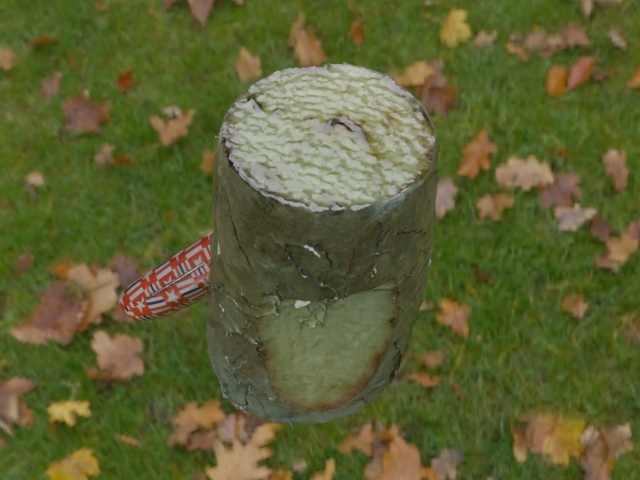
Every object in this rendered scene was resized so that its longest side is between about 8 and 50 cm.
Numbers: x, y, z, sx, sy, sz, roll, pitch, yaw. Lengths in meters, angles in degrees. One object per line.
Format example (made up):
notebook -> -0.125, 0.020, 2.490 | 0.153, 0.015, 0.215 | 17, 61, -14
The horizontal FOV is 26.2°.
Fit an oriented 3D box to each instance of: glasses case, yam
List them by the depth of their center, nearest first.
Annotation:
yam -> 0.000, 0.000, 0.856 | 0.154, 0.254, 0.154 | 1, 55, -2
glasses case -> -0.117, 0.030, 1.336 | 0.073, 0.194, 0.049 | -28, 88, -50
